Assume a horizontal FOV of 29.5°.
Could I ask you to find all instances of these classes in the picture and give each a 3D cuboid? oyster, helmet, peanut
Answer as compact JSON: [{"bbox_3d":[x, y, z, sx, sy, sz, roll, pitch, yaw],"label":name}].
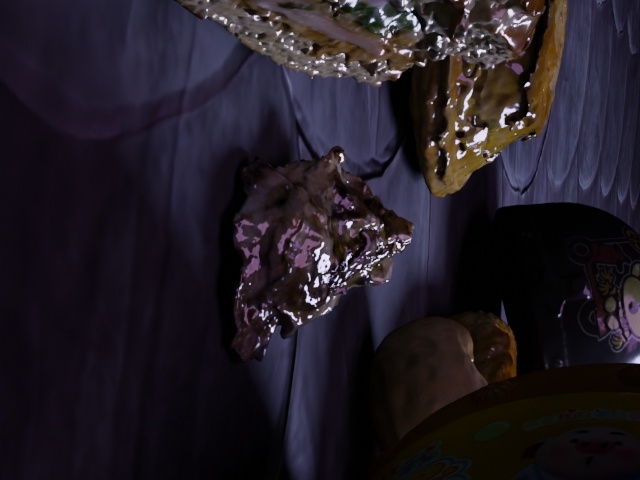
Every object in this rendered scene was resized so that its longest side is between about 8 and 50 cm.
[{"bbox_3d":[-0.002,-0.003,0.665,0.166,0.053,0.108,-34,116,-57],"label":"oyster"},{"bbox_3d":[0.260,0.073,1.199,0.279,0.160,0.230,55,24,-74],"label":"helmet"},{"bbox_3d":[0.078,0.184,0.840,0.117,0.101,0.263,9,82,-29],"label":"peanut"}]

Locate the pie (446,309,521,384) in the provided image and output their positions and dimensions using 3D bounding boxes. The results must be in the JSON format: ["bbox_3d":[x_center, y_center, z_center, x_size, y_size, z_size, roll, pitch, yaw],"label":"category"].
[{"bbox_3d":[0.146,0.207,1.035,0.315,0.092,0.315,-4,90,-81],"label":"pie"}]

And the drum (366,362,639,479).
[{"bbox_3d":[0.162,0.290,0.632,0.214,0.431,0.431,-47,138,-59],"label":"drum"}]

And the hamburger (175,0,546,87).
[{"bbox_3d":[0.024,-0.166,0.559,0.283,0.144,0.156,15,79,-69],"label":"hamburger"}]

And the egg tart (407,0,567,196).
[{"bbox_3d":[0.133,-0.148,0.945,0.241,0.106,0.241,8,90,-74],"label":"egg tart"}]
